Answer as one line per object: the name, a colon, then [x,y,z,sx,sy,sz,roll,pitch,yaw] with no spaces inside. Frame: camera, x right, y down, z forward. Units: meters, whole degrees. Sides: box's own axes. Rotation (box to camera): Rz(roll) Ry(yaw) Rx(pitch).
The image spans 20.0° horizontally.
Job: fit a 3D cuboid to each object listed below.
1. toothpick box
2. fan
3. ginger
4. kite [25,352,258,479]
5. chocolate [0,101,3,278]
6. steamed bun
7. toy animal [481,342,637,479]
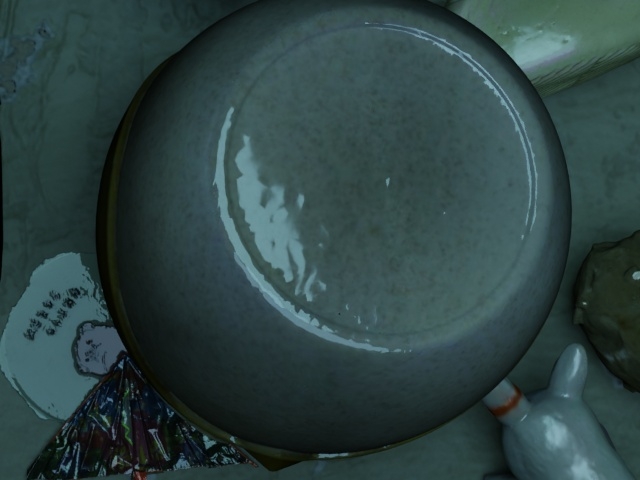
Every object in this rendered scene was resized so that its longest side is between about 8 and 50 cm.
toothpick box: [0.000,0.000,1.607,0.409,0.425,0.409,3,78,-13]
fan: [-0.167,0.134,1.799,0.310,0.010,0.182,31,89,-11]
ginger: [0.413,0.036,1.832,0.304,0.155,0.244,-45,94,-11]
kite: [-0.178,0.203,1.796,0.232,0.009,0.189,-6,102,-9]
chocolate: [-0.448,-0.126,1.550,0.331,0.383,0.383,-4,96,-8]
steamed bun: [0.208,-0.220,1.756,0.239,0.170,0.152,-17,83,-8]
toy animal: [0.237,0.214,1.822,0.140,0.138,0.282,-31,93,-13]
